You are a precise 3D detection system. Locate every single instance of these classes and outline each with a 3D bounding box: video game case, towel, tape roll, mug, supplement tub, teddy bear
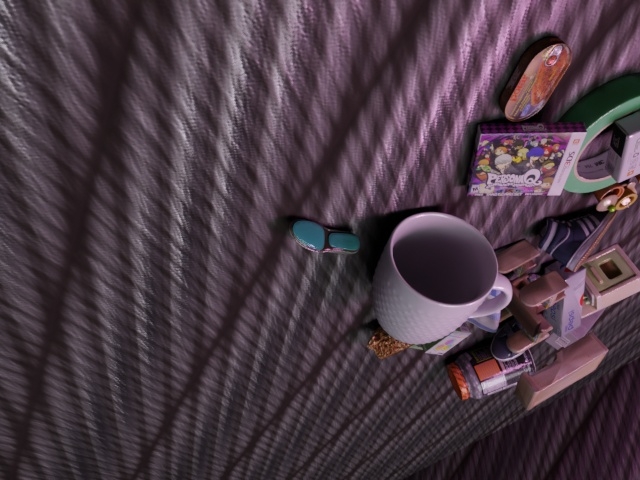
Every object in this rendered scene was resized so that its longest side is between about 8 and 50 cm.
[{"bbox_3d":[0.473,-0.186,1.307,0.232,0.041,0.210,0,143,4],"label":"video game case"},{"bbox_3d":[0.453,0.175,1.711,0.034,0.209,0.285,-52,149,-22],"label":"towel"},{"bbox_3d":[0.720,-0.256,1.381,0.321,0.077,0.321,-15,143,-11],"label":"tape roll"},{"bbox_3d":[0.320,0.134,1.480,0.374,0.276,0.328,7,145,-6],"label":"mug"},{"bbox_3d":[0.692,0.525,2.273,0.316,0.193,0.193,-20,144,-2],"label":"supplement tub"},{"bbox_3d":[0.302,0.268,1.771,0.245,0.113,0.338,-10,159,-33],"label":"teddy bear"}]

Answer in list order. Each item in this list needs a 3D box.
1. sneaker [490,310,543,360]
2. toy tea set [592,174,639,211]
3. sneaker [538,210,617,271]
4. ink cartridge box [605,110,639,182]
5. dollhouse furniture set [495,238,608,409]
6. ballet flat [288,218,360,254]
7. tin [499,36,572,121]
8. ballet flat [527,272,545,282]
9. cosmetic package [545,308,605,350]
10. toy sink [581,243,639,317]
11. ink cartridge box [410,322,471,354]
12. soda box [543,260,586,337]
[{"bbox_3d":[0.779,0.335,2.135,0.321,0.126,0.127,-42,146,7],"label":"sneaker"},{"bbox_3d":[0.945,-0.149,1.594,0.336,0.124,0.200,-25,144,4],"label":"toy tea set"},{"bbox_3d":[0.773,-0.039,1.688,0.282,0.153,0.099,-41,150,-28],"label":"sneaker"},{"bbox_3d":[0.866,-0.279,1.308,0.371,0.069,0.175,-22,144,4],"label":"ink cartridge box"},{"bbox_3d":[0.636,0.278,1.744,0.257,0.394,0.362,-28,146,-8],"label":"dollhouse furniture set"},{"bbox_3d":[0.000,0.000,1.347,0.213,0.072,0.068,13,162,-35],"label":"ballet flat"},{"bbox_3d":[0.448,-0.336,1.170,0.106,0.040,0.189,-8,142,-25],"label":"tin"},{"bbox_3d":[0.769,0.137,1.944,0.114,0.041,0.041,2,138,-30],"label":"ballet flat"},{"bbox_3d":[1.000,0.325,2.178,0.238,0.107,0.127,-37,155,-35],"label":"cosmetic package"},{"bbox_3d":[0.984,0.144,1.971,0.234,0.152,0.131,-28,144,10],"label":"toy sink"},{"bbox_3d":[0.438,0.369,2.050,0.109,0.062,0.209,16,130,-42],"label":"ink cartridge box"},{"bbox_3d":[0.848,0.200,1.941,0.098,0.091,0.286,-26,127,-16],"label":"soda box"}]
